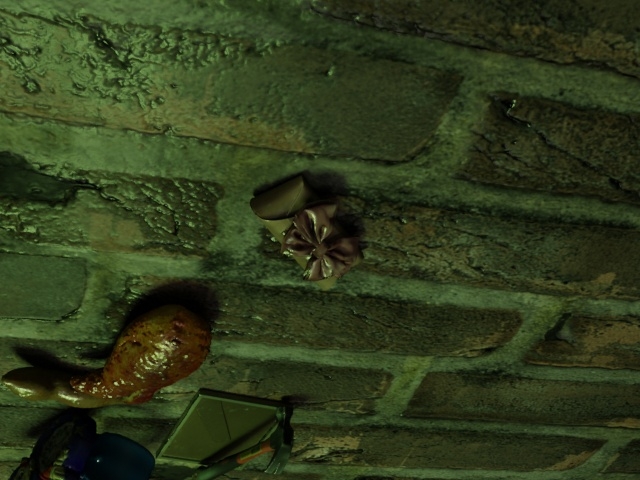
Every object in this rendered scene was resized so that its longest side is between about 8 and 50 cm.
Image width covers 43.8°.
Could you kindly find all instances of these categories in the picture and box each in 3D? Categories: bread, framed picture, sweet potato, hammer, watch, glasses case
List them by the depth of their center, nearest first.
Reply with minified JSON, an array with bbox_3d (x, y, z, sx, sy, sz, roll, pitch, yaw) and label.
[{"bbox_3d":[0.000,0.000,1.065,0.102,0.070,0.193,-24,136,16],"label":"glasses case"},{"bbox_3d":[-0.263,0.188,1.219,0.139,0.095,0.269,25,124,-34],"label":"bread"},{"bbox_3d":[-0.412,0.238,1.285,0.218,0.065,0.051,20,100,-40],"label":"sweet potato"},{"bbox_3d":[-0.403,0.409,1.391,0.196,0.171,0.200,-15,136,46],"label":"watch"},{"bbox_3d":[-0.147,0.402,1.469,0.033,0.111,0.287,26,137,-33],"label":"hammer"},{"bbox_3d":[-0.183,0.359,1.485,0.184,0.016,0.250,14,134,-22],"label":"framed picture"}]
